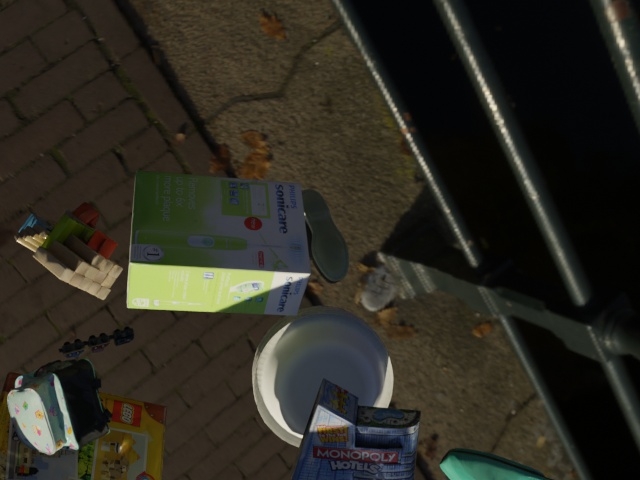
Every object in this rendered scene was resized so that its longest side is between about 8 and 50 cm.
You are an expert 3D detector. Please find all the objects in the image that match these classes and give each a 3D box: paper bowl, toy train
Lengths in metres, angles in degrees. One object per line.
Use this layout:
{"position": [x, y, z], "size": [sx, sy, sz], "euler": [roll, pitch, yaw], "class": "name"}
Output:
{"position": [0.006, 0.281, 1.651], "size": [0.284, 0.148, 0.284], "euler": [-1, 96, -5], "class": "paper bowl"}
{"position": [-0.473, 0.219, 1.744], "size": [0.158, 0.027, 0.036], "euler": [-13, 117, -23], "class": "toy train"}

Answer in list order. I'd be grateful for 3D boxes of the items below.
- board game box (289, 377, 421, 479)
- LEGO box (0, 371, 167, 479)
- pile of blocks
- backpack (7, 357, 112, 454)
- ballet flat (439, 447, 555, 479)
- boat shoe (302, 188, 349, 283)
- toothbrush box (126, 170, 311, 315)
{"position": [0.049, 0.299, 1.224], "size": [0.194, 0.060, 0.194], "euler": [3, 124, 5], "class": "board game box"}
{"position": [-0.539, 0.554, 1.723], "size": [0.373, 0.500, 0.193], "euler": [17, 122, -18], "class": "LEGO box"}
{"position": [-0.443, -0.018, 1.441], "size": [0.149, 0.362, 0.112], "euler": [37, 85, -31], "class": "pile of blocks"}
{"position": [-0.505, 0.316, 1.561], "size": [0.144, 0.188, 0.165], "euler": [-23, 99, -38], "class": "backpack"}
{"position": [0.239, 0.290, 0.875], "size": [0.083, 0.247, 0.087], "euler": [73, 33, -49], "class": "ballet flat"}
{"position": [0.000, 0.000, 1.772], "size": [0.081, 0.068, 0.227], "euler": [-6, 60, -23], "class": "boat shoe"}
{"position": [-0.172, 0.004, 1.368], "size": [0.283, 0.206, 0.122], "euler": [5, 138, -13], "class": "toothbrush box"}
